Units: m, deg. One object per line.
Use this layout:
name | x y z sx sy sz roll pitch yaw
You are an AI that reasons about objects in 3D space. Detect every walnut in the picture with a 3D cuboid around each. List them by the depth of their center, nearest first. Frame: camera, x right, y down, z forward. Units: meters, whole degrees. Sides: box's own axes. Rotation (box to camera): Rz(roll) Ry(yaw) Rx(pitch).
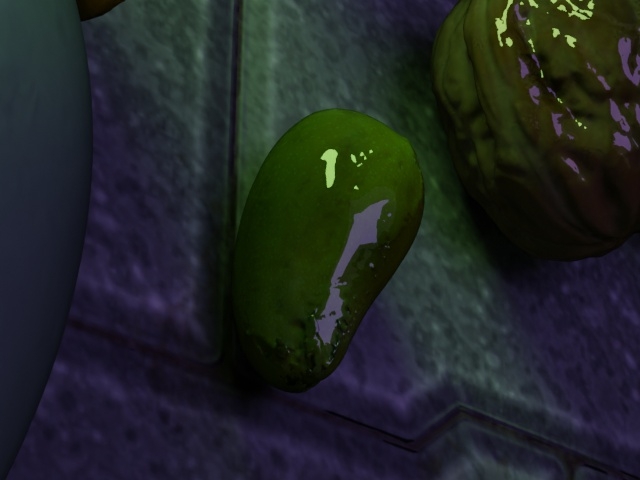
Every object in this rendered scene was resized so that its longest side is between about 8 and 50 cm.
walnut | 0.143 -0.082 0.978 0.155 0.155 0.184 -10 73 -48

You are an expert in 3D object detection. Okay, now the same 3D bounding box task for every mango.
mango | 0.000 0.000 0.836 0.074 0.091 0.165 48 40 -31

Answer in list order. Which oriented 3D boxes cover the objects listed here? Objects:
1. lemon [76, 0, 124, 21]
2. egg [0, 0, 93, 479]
lemon | -0.152 -0.217 0.704 0.219 0.240 0.240 22 48 0
egg | -0.208 -0.002 0.477 0.276 0.276 0.389 37 43 -25
